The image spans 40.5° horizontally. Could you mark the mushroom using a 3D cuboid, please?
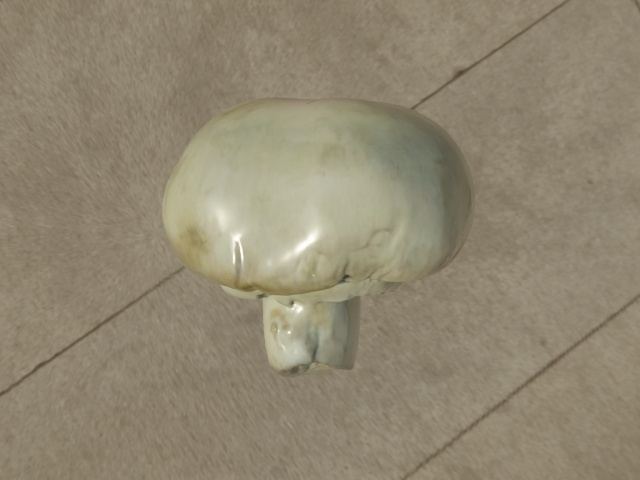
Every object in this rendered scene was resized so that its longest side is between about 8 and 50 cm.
[{"bbox_3d":[0.000,0.000,0.717,0.254,0.260,0.234,-2,97,-24],"label":"mushroom"}]
